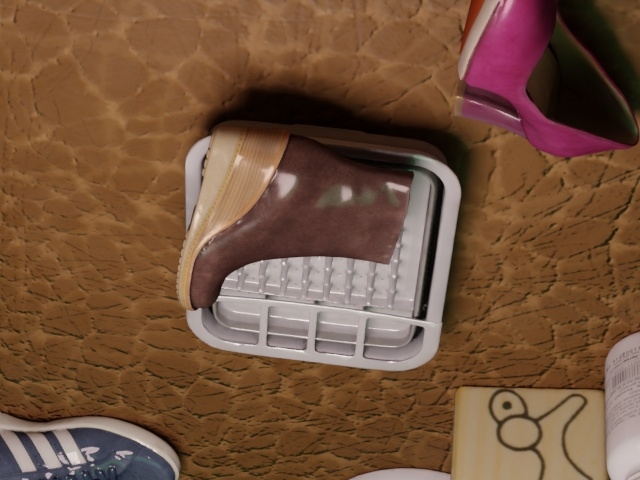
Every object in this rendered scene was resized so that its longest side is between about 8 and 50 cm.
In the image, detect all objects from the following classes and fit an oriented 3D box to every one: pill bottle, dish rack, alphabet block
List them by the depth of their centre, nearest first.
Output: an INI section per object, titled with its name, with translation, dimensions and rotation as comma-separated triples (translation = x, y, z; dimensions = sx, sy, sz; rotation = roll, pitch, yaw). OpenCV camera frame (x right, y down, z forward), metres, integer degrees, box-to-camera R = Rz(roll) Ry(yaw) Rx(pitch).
[dish rack]
translation = 0.000, 0.000, 1.620
dimensions = 0.286, 0.072, 0.333
rotation = 7, 136, 3
[pill bottle]
translation = 0.383, 0.222, 1.671
dimensions = 0.131, 0.229, 0.131
rotation = 5, 136, 5
[alphabet block]
translation = 0.253, 0.309, 1.806
dimensions = 0.192, 0.197, 0.193
rotation = 2, 135, 8

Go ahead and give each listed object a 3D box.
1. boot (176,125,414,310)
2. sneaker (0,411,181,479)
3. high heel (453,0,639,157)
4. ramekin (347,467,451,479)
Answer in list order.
[boot]
translation = -0.030, 0.002, 1.513
dimensions = 0.207, 0.090, 0.248
rotation = 15, 131, -3
[sneaker]
translation = -0.361, 0.311, 1.940
dimensions = 0.350, 0.148, 0.131
rotation = 5, 136, 4
[high heel]
translation = 0.215, -0.162, 1.301
dimensions = 0.181, 0.127, 0.377
rotation = 13, 174, 5
[ramekin]
translation = 0.124, 0.437, 2.002
dimensions = 0.277, 0.135, 0.277
rotation = 5, 135, 5
